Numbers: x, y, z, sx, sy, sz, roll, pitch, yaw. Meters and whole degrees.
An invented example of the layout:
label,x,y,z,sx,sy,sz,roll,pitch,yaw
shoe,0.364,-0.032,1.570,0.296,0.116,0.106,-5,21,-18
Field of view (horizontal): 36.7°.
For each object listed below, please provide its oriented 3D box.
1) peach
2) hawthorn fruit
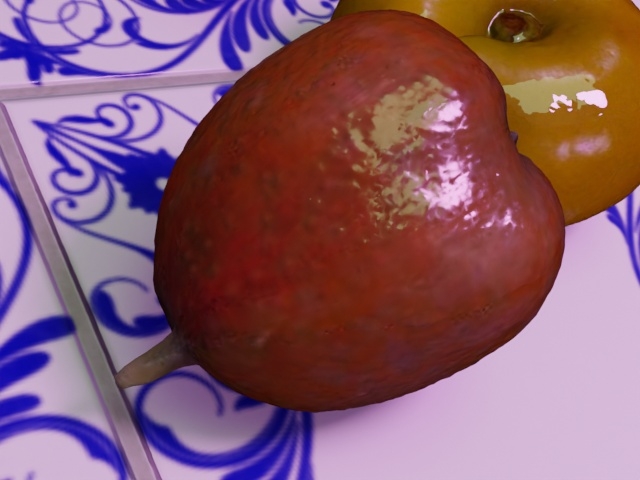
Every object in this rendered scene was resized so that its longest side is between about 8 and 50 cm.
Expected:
label,x,y,z,sx,sy,sz,roll,pitch,yaw
peach,0.120,-0.115,0.678,0.251,0.153,0.251,2,54,-3
hawthorn fruit,0.000,0.000,0.499,0.251,0.199,0.199,-33,69,-24
